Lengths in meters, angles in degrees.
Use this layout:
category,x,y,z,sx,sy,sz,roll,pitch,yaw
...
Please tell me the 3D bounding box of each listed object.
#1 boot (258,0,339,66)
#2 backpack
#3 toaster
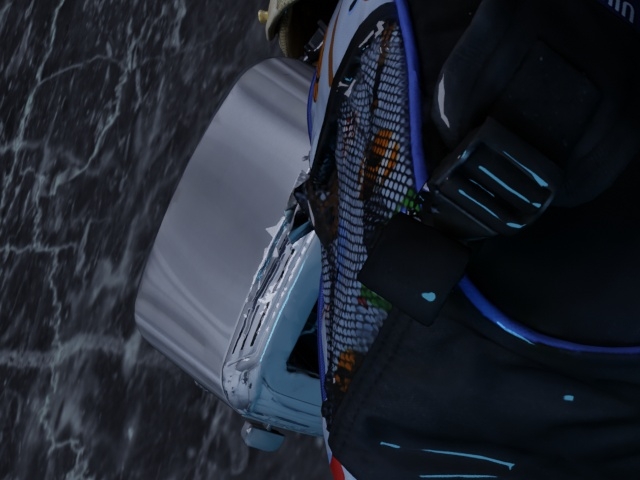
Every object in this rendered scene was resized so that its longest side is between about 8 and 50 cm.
category,x,y,z,sx,sy,sz,roll,pitch,yaw
boot,-0.014,-0.201,0.948,0.262,0.095,0.203,-20,58,49
backpack,0.113,-0.022,0.494,0.213,0.276,0.263,123,154,-47
toaster,0.000,0.000,0.772,0.146,0.129,0.227,37,103,55
